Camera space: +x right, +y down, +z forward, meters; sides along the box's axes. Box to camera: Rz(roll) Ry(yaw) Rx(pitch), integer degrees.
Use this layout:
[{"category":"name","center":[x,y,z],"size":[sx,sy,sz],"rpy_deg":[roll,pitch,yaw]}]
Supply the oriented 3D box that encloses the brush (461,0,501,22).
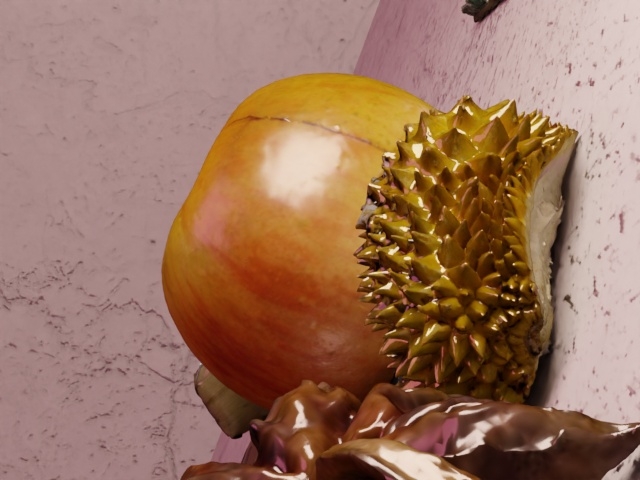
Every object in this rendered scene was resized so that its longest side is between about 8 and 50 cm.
[{"category":"brush","center":[0.171,-0.255,1.628],"size":[0.190,0.027,0.034],"rpy_deg":[159,128,-81]}]

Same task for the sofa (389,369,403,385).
[{"category":"sofa","center":[0.057,0.157,1.262],"size":[0.060,0.039,0.118],"rpy_deg":[-77,8,-57]}]

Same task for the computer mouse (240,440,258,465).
[{"category":"computer mouse","center":[-0.039,0.251,1.635],"size":[0.236,0.082,0.145],"rpy_deg":[125,163,-73]}]

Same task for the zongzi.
[{"category":"zongzi","center":[-0.029,0.095,1.693],"size":[0.228,0.115,0.256],"rpy_deg":[-43,2,1]}]

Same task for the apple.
[{"category":"apple","center":[0.000,0.000,1.337],"size":[0.286,0.233,0.286],"rpy_deg":[-157,90,-87]}]

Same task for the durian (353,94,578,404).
[{"category":"durian","center":[0.084,0.022,1.031],"size":[0.183,0.138,0.250],"rpy_deg":[-53,22,43]}]

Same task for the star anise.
[{"category":"star anise","center":[0.012,0.141,0.793],"size":[0.292,0.109,0.349],"rpy_deg":[-39,21,1]}]
